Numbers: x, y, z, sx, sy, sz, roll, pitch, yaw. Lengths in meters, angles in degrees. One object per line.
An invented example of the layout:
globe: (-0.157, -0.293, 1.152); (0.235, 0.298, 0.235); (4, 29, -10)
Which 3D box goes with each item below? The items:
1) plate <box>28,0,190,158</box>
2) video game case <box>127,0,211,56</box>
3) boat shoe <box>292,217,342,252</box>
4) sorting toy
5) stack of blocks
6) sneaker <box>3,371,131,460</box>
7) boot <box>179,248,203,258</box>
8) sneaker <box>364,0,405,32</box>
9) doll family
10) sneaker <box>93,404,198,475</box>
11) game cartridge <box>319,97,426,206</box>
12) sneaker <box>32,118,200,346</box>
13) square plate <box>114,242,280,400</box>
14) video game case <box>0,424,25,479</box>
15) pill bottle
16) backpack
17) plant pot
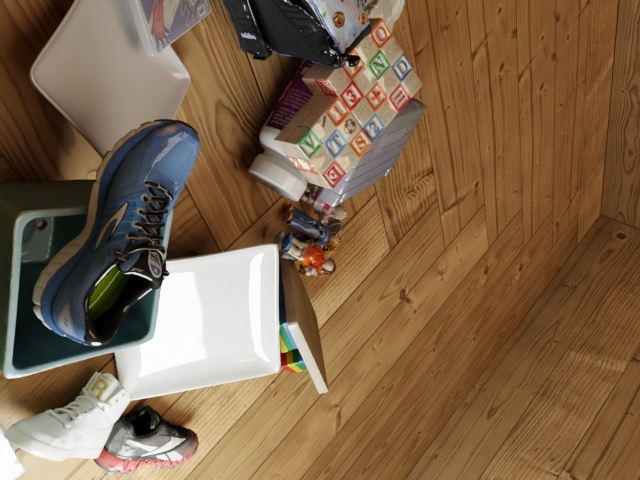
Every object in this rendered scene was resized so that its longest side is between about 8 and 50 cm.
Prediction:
plate: (-0.331, -0.260, 1.088); (0.277, 0.045, 0.278); (59, 38, -50)
video game case: (-0.257, -0.435, 1.116); (0.183, 0.023, 0.201); (-56, 148, -41)
boat shoe: (0.000, 0.000, 1.725); (0.183, 0.066, 0.066); (-31, 135, -36)
sorting toy: (-0.071, 0.204, 1.645); (0.089, 0.257, 0.255); (-17, 129, 5)
stack of blocks: (0.046, -0.269, 1.332); (0.297, 0.087, 0.171); (-51, 125, -12)
sneaker: (-0.462, 0.319, 1.283); (0.169, 0.108, 0.292); (-60, 167, -10)
boot: (-0.274, 0.068, 1.449); (0.087, 0.042, 0.118); (-56, 144, 1)
sneaker: (0.127, -0.522, 1.558); (0.094, 0.080, 0.212); (-3, 115, -38)
doll family: (-0.021, -0.006, 1.616); (0.163, 0.118, 0.263); (32, 49, -22)
sneaker: (-0.364, 0.435, 1.509); (0.276, 0.097, 0.135); (15, 101, -53)
game cartridge: (0.133, -0.226, 1.642); (0.355, 0.068, 0.230); (-33, 151, -58)
sneaker: (-0.242, -0.005, 0.908); (0.130, 0.147, 0.330); (30, 86, -55)
square plate: (-0.258, 0.166, 1.413); (0.347, 0.049, 0.344); (-8, 123, -15)
video game case: (-0.664, 0.383, 1.128); (0.269, 0.061, 0.244); (-35, 136, -34)
pill bottle: (-0.026, -0.243, 1.451); (0.301, 0.169, 0.169); (-60, 145, -6)
backpack: (-0.045, -0.462, 1.225); (0.213, 0.276, 0.263); (-60, 138, -14)
plant pot: (-0.416, 0.019, 1.047); (0.248, 0.252, 0.247); (-10, 119, -49)
